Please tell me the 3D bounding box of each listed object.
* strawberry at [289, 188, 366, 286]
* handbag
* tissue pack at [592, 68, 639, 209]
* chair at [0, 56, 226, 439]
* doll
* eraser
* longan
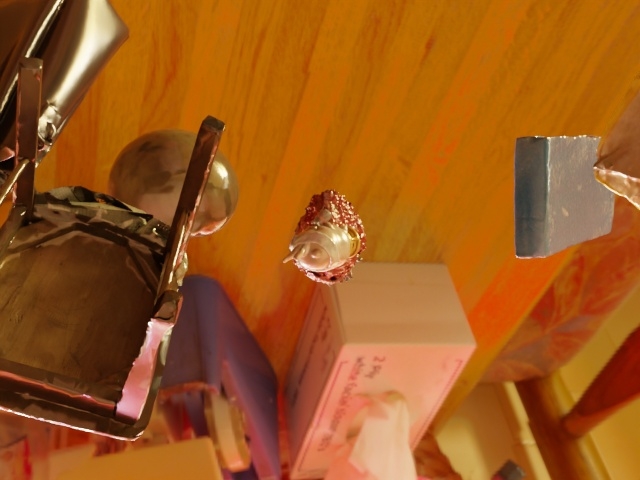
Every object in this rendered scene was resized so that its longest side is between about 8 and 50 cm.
[{"bbox_3d":[0.020,0.010,1.263,0.141,0.085,0.192,16,125,-27],"label":"strawberry"},{"bbox_3d":[-0.350,-0.136,0.727,0.286,0.256,0.113,-9,141,22],"label":"handbag"},{"bbox_3d":[0.455,-0.145,0.595,0.382,0.228,0.293,-19,143,-39],"label":"tissue pack"},{"bbox_3d":[-0.184,0.048,0.528,0.160,0.186,0.319,18,139,-12],"label":"chair"},{"bbox_3d":[0.000,0.000,0.961,0.127,0.073,0.084,-11,107,-52],"label":"doll"},{"bbox_3d":[0.329,-0.065,0.938,0.043,0.144,0.312,4,-172,36],"label":"eraser"},{"bbox_3d":[-0.249,-0.093,1.215,0.220,0.196,0.196,-5,136,-3],"label":"longan"}]
